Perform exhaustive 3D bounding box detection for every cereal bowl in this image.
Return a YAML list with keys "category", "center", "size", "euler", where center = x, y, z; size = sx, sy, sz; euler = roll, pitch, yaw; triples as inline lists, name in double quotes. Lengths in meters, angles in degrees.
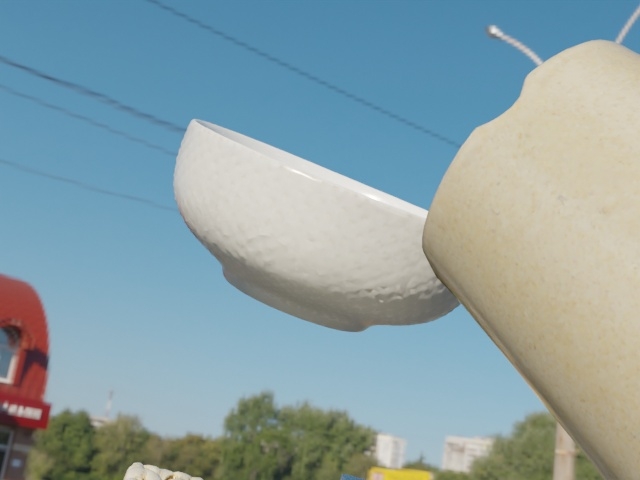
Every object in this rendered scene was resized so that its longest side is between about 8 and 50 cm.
- category: "cereal bowl"
  center: [0.000, 0.000, 0.947]
  size: [0.339, 0.141, 0.339]
  euler: [21, 6, -2]

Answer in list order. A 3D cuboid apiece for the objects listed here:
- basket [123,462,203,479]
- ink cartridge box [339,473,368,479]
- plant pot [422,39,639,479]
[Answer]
- category: "basket"
  center: [-0.064, 0.359, 0.621]
  size: [0.266, 0.331, 0.328]
  euler: [20, 0, -5]
- category: "ink cartridge box"
  center: [0.048, 0.393, 1.262]
  size: [0.052, 0.088, 0.122]
  euler: [19, 13, -15]
- category: "plant pot"
  center: [0.249, 0.032, 0.643]
  size: [0.305, 0.334, 0.334]
  euler: [44, 1, 28]
